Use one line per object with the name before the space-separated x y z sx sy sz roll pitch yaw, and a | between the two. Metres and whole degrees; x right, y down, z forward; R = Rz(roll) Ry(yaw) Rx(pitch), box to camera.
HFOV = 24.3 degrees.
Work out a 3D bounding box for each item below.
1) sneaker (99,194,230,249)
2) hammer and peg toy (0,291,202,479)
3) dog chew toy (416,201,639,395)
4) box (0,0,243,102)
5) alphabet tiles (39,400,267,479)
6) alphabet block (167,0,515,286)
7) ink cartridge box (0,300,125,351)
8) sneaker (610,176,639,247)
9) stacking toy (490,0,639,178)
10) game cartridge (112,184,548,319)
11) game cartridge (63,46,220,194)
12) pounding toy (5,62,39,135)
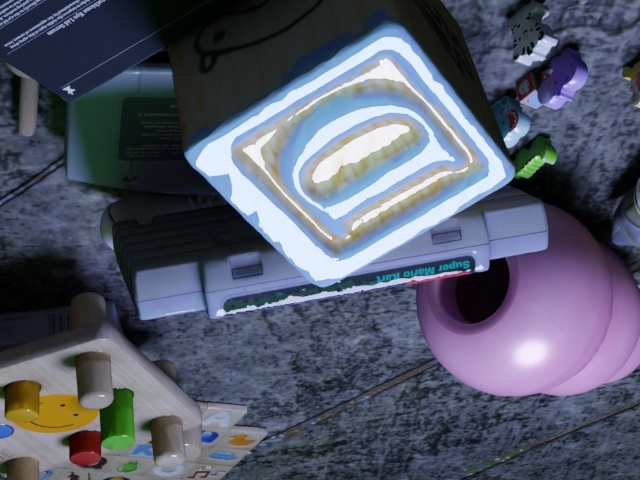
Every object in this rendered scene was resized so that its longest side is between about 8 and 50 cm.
sneaker | -0.087 -0.026 1.467 0.258 0.094 0.091 2 130 -24
hammer and peg toy | -0.278 0.209 1.665 0.266 0.127 0.361 -17 148 11
dog chew toy | 0.250 0.077 1.600 0.207 0.206 0.332 -28 151 30
box | -0.153 -0.230 1.082 0.261 0.103 0.184 -26 142 26
alphabet tiles | -0.247 0.291 2.016 0.285 0.011 0.342 10 145 -26
alphabet block | 0.010 -0.119 1.153 0.192 0.197 0.193 -30 131 14
ink cartridge box | -0.331 0.152 1.730 0.223 0.045 0.224 -7 149 -1
sneaker | 0.442 -0.021 1.582 0.300 0.111 0.121 12 154 -20
stacking toy | 0.197 -0.125 1.384 0.167 0.052 0.221 15 143 -33
game cartridge | 0.000 0.000 1.324 0.355 0.230 0.068 -10 107 -10
game cartridge | -0.083 -0.112 1.343 0.294 0.060 0.196 0 145 -12
pounding toy | -0.339 -0.112 1.227 0.237 0.110 0.183 4 147 -18
